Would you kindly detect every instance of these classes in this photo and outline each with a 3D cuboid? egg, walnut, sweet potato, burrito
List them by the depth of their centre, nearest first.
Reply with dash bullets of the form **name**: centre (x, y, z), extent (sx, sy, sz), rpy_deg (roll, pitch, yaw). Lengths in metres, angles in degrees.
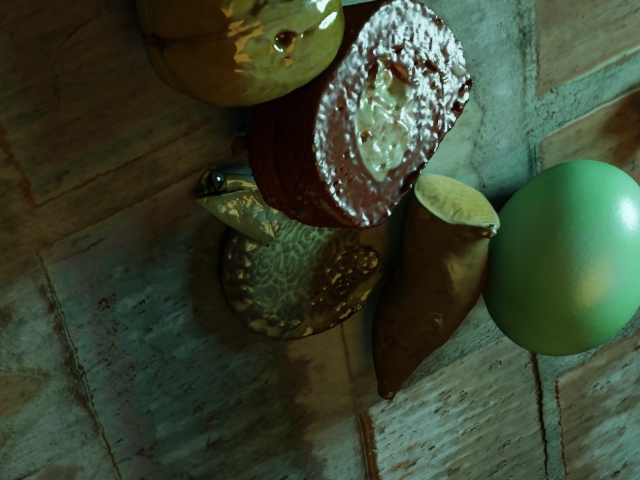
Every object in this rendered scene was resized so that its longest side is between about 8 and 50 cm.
- **walnut**: centre (-0.079, -0.239, 1.748), extent (0.221, 0.195, 0.195), rpy_deg (-17, 133, -22)
- **burrito**: centre (-0.088, -0.046, 1.987), extent (0.118, 0.044, 0.074), rpy_deg (32, 104, -16)
- **sweet potato**: centre (0.143, 0.075, 2.210), extent (0.131, 0.131, 0.337), rpy_deg (-9, 130, -30)
- **egg**: centre (0.328, 0.023, 2.226), extent (0.220, 0.220, 0.270), rpy_deg (15, 109, -42)

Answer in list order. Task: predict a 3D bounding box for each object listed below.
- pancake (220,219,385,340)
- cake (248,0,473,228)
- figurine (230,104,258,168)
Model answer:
- **pancake**: centre (0.000, 0.000, 2.117), extent (0.286, 0.033, 0.288), rpy_deg (-40, 138, -2)
- **cake**: centre (0.039, -0.147, 1.879), extent (0.177, 0.151, 0.283), rpy_deg (46, 67, -24)
- **figurine**: centre (-0.031, -0.129, 1.964), extent (0.140, 0.068, 0.075), rpy_deg (-10, 127, -37)
